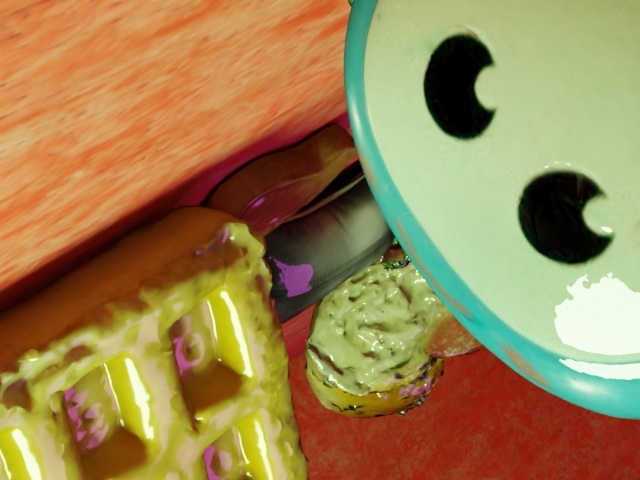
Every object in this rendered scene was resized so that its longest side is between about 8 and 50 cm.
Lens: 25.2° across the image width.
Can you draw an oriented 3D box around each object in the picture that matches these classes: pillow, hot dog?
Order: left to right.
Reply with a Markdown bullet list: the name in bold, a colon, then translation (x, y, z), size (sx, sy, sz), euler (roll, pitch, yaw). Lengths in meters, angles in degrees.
- **pillow**: translation (0.002, 0.001, 0.886), size (0.136, 0.055, 0.091), euler (-35, 173, -36)
- **hot dog**: translation (0.129, 0.073, 1.678), size (0.367, 0.196, 0.365), euler (-33, 178, -12)

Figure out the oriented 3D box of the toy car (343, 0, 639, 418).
- **toy car**: translation (0.127, -0.070, 0.365), size (0.255, 0.188, 0.190), euler (-34, 167, 1)

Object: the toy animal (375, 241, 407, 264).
- **toy animal**: translation (0.144, -0.062, 1.269), size (0.275, 0.054, 0.149), euler (-32, 171, -18)

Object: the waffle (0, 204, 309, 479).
- **waffle**: translation (-0.111, 0.130, 0.607), size (0.248, 0.055, 0.221), euler (-33, 129, -31)

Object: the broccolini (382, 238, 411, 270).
- **broccolini**: translation (0.120, -0.044, 1.363), size (0.194, 0.054, 0.052), euler (-40, 155, 19)

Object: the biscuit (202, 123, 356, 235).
- **biscuit**: translation (-0.038, -0.011, 0.695), size (0.140, 0.023, 0.118), euler (-34, 175, -13)
